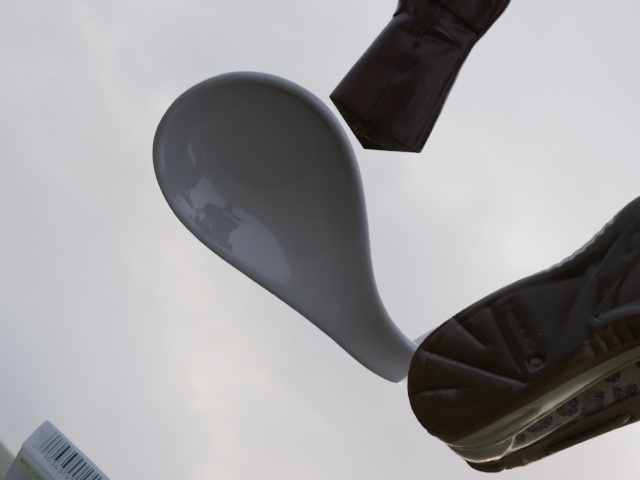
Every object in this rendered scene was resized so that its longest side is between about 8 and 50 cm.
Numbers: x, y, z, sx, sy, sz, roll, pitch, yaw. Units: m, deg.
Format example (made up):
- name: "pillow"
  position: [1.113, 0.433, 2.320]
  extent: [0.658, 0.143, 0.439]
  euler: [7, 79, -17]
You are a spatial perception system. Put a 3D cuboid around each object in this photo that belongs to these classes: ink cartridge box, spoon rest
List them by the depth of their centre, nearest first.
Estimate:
- name: "spoon rest"
  position: [0.000, 0.000, 0.965]
  extent: [0.276, 0.137, 0.084]
  euler: [47, 27, -22]
- name: "ink cartridge box"
  position: [-0.200, 0.266, 1.279]
  extent: [0.206, 0.045, 0.208]
  euler: [44, -28, 0]

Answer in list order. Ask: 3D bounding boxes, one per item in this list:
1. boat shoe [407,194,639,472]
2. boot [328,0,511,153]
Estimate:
- name: "boat shoe"
  position: [0.189, 0.043, 0.800]
  extent: [0.089, 0.285, 0.105]
  euler: [49, 21, -45]
- name: "boot"
  position: [0.030, -0.107, 0.701]
  extent: [0.106, 0.114, 0.037]
  euler: [32, 1, 22]
